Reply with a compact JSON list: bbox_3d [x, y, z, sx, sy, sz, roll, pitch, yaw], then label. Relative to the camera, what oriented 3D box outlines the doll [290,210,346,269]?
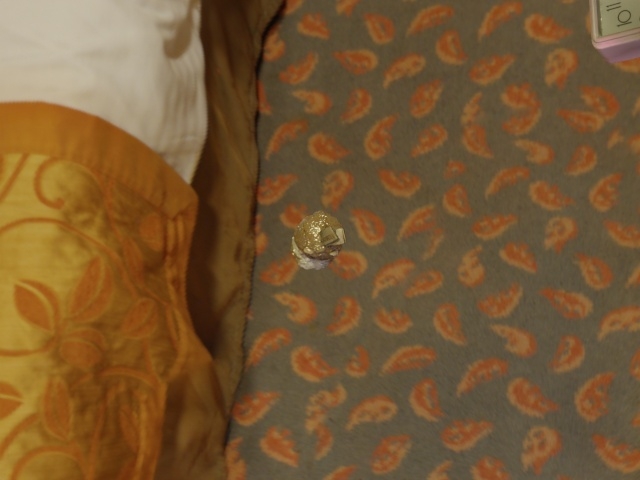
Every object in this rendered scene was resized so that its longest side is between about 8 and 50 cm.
[{"bbox_3d":[-0.006,-0.003,1.795,0.105,0.221,0.115,8,78,-5],"label":"doll"}]

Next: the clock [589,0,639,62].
[{"bbox_3d":[0.448,-0.358,1.149,0.150,0.063,0.197,-8,77,35],"label":"clock"}]
